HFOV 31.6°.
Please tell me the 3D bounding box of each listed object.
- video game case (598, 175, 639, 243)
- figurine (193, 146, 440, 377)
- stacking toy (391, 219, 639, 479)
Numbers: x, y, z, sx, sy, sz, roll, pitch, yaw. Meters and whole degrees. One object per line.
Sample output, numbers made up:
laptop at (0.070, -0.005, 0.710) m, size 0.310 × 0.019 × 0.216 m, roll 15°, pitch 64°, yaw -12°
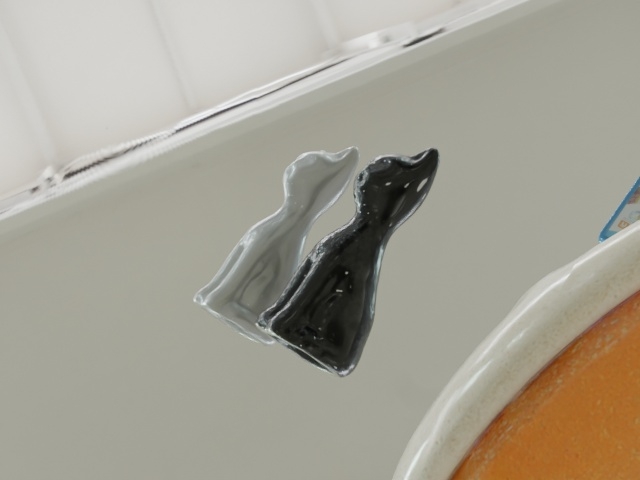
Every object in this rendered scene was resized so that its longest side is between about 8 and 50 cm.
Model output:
video game case at (0.331, -0.036, 0.960) m, size 0.119 × 0.015 × 0.166 m, roll 31°, pitch -108°, yaw 23°
figurine at (0.000, 0.000, 1.028) m, size 0.092 × 0.215 × 0.209 m, roll 37°, pitch -102°, yaw -29°
stacking toy at (0.274, 0.229, 0.501) m, size 0.350 × 0.480 × 0.350 m, roll -19°, pitch -43°, yaw -19°
